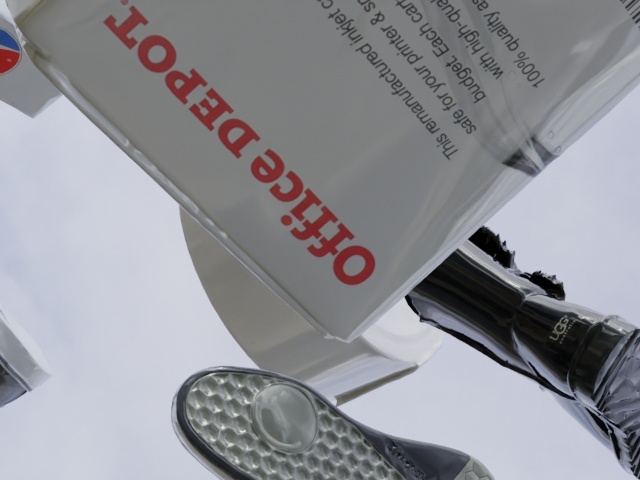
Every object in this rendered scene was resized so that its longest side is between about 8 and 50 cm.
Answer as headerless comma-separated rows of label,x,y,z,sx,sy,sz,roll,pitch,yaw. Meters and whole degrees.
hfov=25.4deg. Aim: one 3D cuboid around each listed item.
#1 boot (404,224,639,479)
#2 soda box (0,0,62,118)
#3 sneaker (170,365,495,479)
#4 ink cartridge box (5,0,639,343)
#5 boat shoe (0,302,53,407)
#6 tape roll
boot,0.185,0.084,1.136,0.207,0.246,0.094,33,-96,38
soda box,-0.266,-0.175,1.004,0.074,0.216,0.069,-32,-136,33
sneaker,-0.021,0.165,0.916,0.226,0.086,0.163,26,-36,-21
ink cartridge box,0.036,-0.132,0.590,0.289,0.211,0.121,-42,-147,3
boat shoe,-0.381,0.065,1.387,0.108,0.102,0.301,49,-7,45
tape roll,0.000,0.000,1.285,0.100,0.286,0.286,-27,-92,26
